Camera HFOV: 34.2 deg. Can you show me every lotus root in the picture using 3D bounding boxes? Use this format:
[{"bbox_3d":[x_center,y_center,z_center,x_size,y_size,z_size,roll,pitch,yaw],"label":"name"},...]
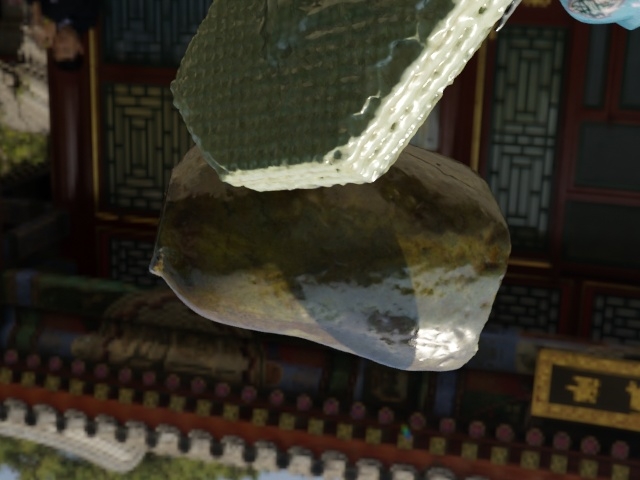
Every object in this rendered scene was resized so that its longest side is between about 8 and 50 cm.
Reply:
[{"bbox_3d":[0.000,0.000,1.074,0.345,0.251,0.250,9,-166,-18],"label":"lotus root"}]

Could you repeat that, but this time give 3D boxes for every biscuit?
[{"bbox_3d":[0.014,-0.125,0.525,0.052,0.252,0.150,5,-138,-44],"label":"biscuit"}]

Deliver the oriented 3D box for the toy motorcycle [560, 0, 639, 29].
[{"bbox_3d":[0.305,-0.336,0.971,0.232,0.172,0.416,-32,-147,23],"label":"toy motorcycle"}]
